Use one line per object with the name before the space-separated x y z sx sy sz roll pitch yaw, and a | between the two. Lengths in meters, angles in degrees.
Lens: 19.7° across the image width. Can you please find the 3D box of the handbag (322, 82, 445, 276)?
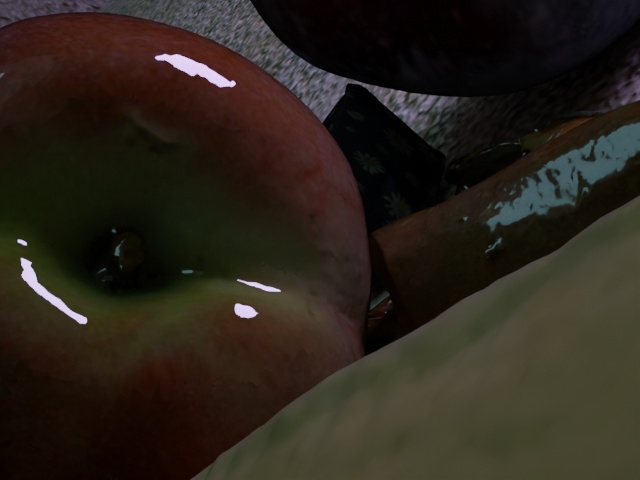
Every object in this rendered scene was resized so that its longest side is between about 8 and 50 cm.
handbag | 0.000 0.000 0.986 0.139 0.072 0.115 -51 10 28

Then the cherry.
cherry | 0.075 -0.191 0.972 0.255 0.218 0.296 -1 30 44

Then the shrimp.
shrimp | 0.059 0.002 0.865 0.195 0.035 0.148 -39 17 4

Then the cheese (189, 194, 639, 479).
cheese | 0.008 0.140 0.477 0.384 0.104 0.384 -45 15 15

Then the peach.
peach | -0.094 0.040 0.747 0.252 0.252 0.252 -40 16 14

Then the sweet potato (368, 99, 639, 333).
sweet potato | 0.119 -0.013 0.702 0.244 0.077 0.077 -25 23 32
